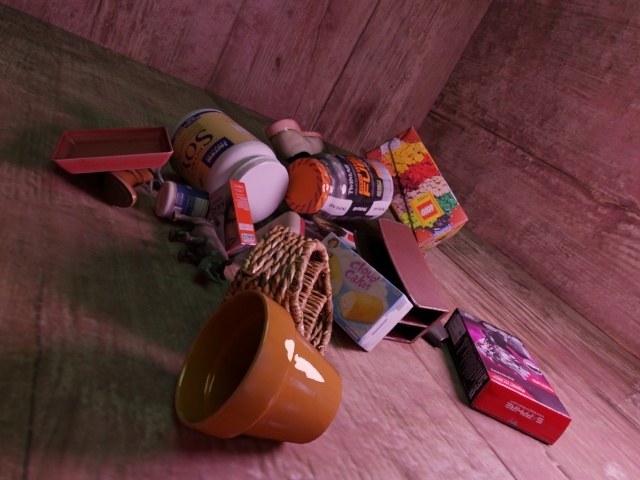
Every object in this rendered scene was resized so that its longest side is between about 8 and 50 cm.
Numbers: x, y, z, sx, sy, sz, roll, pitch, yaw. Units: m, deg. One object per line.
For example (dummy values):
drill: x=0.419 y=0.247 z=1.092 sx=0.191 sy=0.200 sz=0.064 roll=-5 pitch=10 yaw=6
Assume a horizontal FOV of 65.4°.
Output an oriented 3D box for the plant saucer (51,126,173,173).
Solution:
plant saucer: x=-0.505 y=-0.225 z=1.235 sx=0.259 sy=0.047 sz=0.259 roll=-7 pitch=29 yaw=-18

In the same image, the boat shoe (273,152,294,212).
boat shoe: x=-0.159 y=-0.178 z=1.704 sx=0.367 sy=0.156 sz=0.136 roll=39 pitch=46 yaw=3

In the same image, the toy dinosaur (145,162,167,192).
toy dinosaur: x=-0.534 y=-0.261 z=1.404 sx=0.314 sy=0.121 sz=0.160 roll=31 pitch=12 yaw=-3

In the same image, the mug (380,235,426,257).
mug: x=0.267 y=0.070 z=1.768 sx=0.169 sy=0.150 sz=0.113 roll=27 pitch=54 yaw=8

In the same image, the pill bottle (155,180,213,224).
pill bottle: x=-0.327 y=-0.087 z=1.280 sx=0.169 sy=0.094 sz=0.094 roll=16 pitch=22 yaw=-36

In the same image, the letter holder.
letter holder: x=0.161 y=0.091 z=1.303 sx=0.215 sy=0.152 sz=0.301 roll=15 pitch=40 yaw=-32

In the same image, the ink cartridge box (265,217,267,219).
ink cartridge box: x=-0.192 y=-0.095 z=1.605 sx=0.048 sy=0.028 sz=0.083 roll=21 pitch=20 yaw=-23

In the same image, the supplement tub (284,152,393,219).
supplement tub: x=0.058 y=-0.164 z=1.562 sx=0.338 sy=0.207 sz=0.207 roll=-4 pitch=37 yaw=-49

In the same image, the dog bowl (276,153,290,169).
dog bowl: x=-0.017 y=-0.225 z=2.020 sx=0.408 sy=0.150 sz=0.408 roll=26 pitch=18 yaw=-9

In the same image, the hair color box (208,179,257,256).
hair color box: x=-0.218 y=-0.053 z=1.226 sx=0.053 sy=0.093 sz=0.167 roll=5 pitch=65 yaw=-49

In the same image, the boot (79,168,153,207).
boot: x=-0.478 y=-0.147 z=1.241 sx=0.197 sy=0.072 sz=0.152 roll=33 pitch=23 yaw=24

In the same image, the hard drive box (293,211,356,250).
hard drive box: x=0.000 y=0.000 z=1.539 sx=0.232 sy=0.089 sz=0.181 roll=28 pitch=19 yaw=-5

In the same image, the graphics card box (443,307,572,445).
graphics card box: x=0.473 y=0.340 z=1.322 sx=0.233 sy=0.094 sz=0.371 roll=27 pitch=17 yaw=-6

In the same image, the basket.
basket: x=-0.047 y=0.109 z=0.977 sx=0.223 sy=0.213 sz=0.299 roll=29 pitch=18 yaw=2

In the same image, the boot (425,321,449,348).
boot: x=0.332 y=0.237 z=1.442 sx=0.137 sy=0.076 sz=0.198 roll=43 pitch=35 yaw=24

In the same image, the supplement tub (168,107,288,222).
supplement tub: x=-0.276 y=-0.220 z=1.479 sx=0.331 sy=0.241 sz=0.241 roll=40 pitch=21 yaw=31

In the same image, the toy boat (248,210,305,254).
toy boat: x=-0.090 y=0.025 z=1.313 sx=0.151 sy=0.151 sz=0.231 roll=56 pitch=11 yaw=-19

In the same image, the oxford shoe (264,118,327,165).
oxford shoe: x=-0.068 y=-0.313 z=1.800 sx=0.397 sy=0.141 sz=0.146 roll=1 pitch=66 yaw=-65

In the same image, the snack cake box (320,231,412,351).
snack cake box: x=0.070 y=0.118 z=1.197 sx=0.264 sy=0.152 sz=0.089 roll=42 pitch=-3 yaw=36

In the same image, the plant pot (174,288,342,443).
plant pot: x=-0.076 y=0.206 z=0.739 sx=0.188 sy=0.205 sz=0.205 roll=37 pitch=13 yaw=-28

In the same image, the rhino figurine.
rhino figurine: x=-0.264 y=0.019 z=1.126 sx=0.106 sy=0.073 sz=0.243 roll=11 pitch=27 yaw=-37

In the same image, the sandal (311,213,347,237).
sandal: x=0.024 y=-0.030 z=1.449 sx=0.072 sy=0.049 sz=0.180 roll=44 pitch=9 yaw=23

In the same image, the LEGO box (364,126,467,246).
LEGO box: x=0.356 y=-0.158 z=1.887 sx=0.372 sy=0.193 sz=0.500 roll=62 pitch=7 yaw=9
